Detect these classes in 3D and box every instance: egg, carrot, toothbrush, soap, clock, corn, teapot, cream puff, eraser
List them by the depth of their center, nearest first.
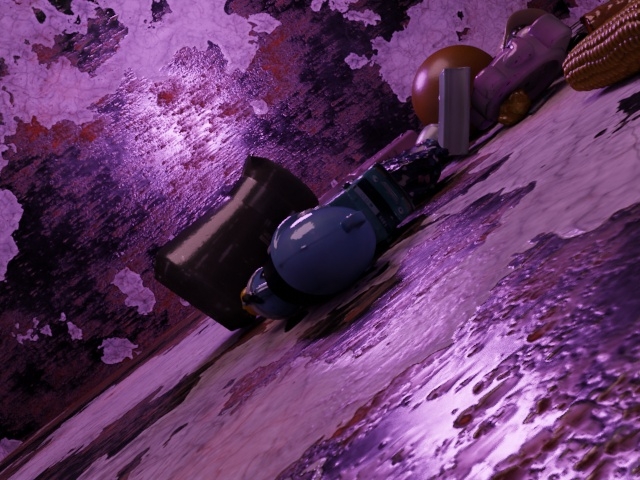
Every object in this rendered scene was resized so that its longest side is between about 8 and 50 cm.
[{"bbox_3d":[0.468,-0.297,0.853,0.106,0.106,0.305,-39,0,-18],"label":"corn"},{"bbox_3d":[0.486,-0.305,1.306,0.167,0.011,0.014,-41,1,-41],"label":"toothbrush"},{"bbox_3d":[-0.164,0.015,1.316,0.253,0.300,0.344,25,75,45],"label":"teapot"},{"bbox_3d":[0.432,-0.290,1.316,0.083,0.083,0.058,-27,43,-36],"label":"cream puff"},{"bbox_3d":[0.730,-0.542,1.349,0.263,0.101,0.102,-31,7,25],"label":"carrot"},{"bbox_3d":[0.457,-0.379,1.388,0.248,0.090,0.227,-36,-22,-7],"label":"clock"},{"bbox_3d":[0.316,-0.303,1.413,0.067,0.197,0.119,1,10,8],"label":"soap"},{"bbox_3d":[0.390,-0.419,1.675,0.250,0.250,0.322,-34,-3,30],"label":"egg"},{"bbox_3d":[0.186,-0.225,2.090,0.272,0.122,0.359,-35,4,46],"label":"eraser"}]

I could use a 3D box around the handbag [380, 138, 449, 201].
[{"bbox_3d":[0.162,-0.123,1.304,0.260,0.113,0.162,-32,13,34],"label":"handbag"}]

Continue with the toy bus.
[{"bbox_3d":[0.038,-0.022,1.136,0.256,0.128,0.147,-35,6,42],"label":"toy bus"}]

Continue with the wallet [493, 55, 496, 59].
[{"bbox_3d":[0.624,-0.553,1.930,0.360,0.083,0.252,-40,-22,-26],"label":"wallet"}]

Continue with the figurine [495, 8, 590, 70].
[{"bbox_3d":[0.590,-0.501,1.613,0.332,0.185,0.204,-85,16,-60],"label":"figurine"}]

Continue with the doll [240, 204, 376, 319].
[{"bbox_3d":[-0.024,0.035,0.953,0.177,0.141,0.314,-19,-13,-42],"label":"doll"}]

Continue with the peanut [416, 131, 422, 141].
[{"bbox_3d":[0.382,-0.342,1.938,0.099,0.090,0.214,-13,21,48],"label":"peanut"}]

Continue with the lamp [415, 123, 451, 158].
[{"bbox_3d":[0.276,-0.225,1.559,0.193,0.106,0.106,-46,7,-13],"label":"lamp"}]
